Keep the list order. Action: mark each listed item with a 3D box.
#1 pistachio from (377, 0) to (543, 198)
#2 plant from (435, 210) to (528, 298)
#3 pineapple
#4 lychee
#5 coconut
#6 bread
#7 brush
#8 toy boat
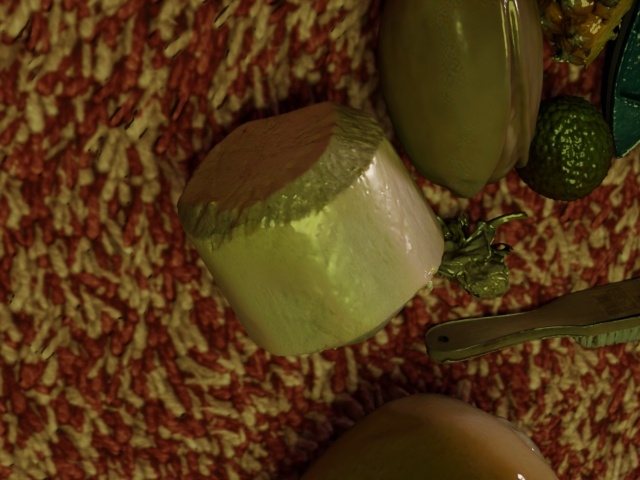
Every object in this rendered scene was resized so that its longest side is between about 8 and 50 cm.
[{"bbox_3d":[0.145,-0.179,1.254,0.162,0.181,0.293,-21,130,-24],"label":"pistachio"},{"bbox_3d":[0.175,0.002,1.405,0.116,0.104,0.122,37,96,-18],"label":"plant"},{"bbox_3d":[0.263,-0.289,1.232,0.139,0.164,0.250,36,123,9],"label":"pineapple"},{"bbox_3d":[0.264,-0.099,1.367,0.114,0.114,0.146,-29,154,0],"label":"lychee"},{"bbox_3d":[0.000,0.000,1.277,0.239,0.239,0.244,-33,121,2],"label":"coconut"},{"bbox_3d":[0.117,0.370,1.448,0.376,0.348,0.253,-45,160,9],"label":"bread"},{"bbox_3d":[0.285,0.109,1.518,0.327,0.070,0.065,-10,129,-9],"label":"brush"},{"bbox_3d":[0.365,-0.232,1.359,0.096,0.062,0.299,8,113,-21],"label":"toy boat"}]
